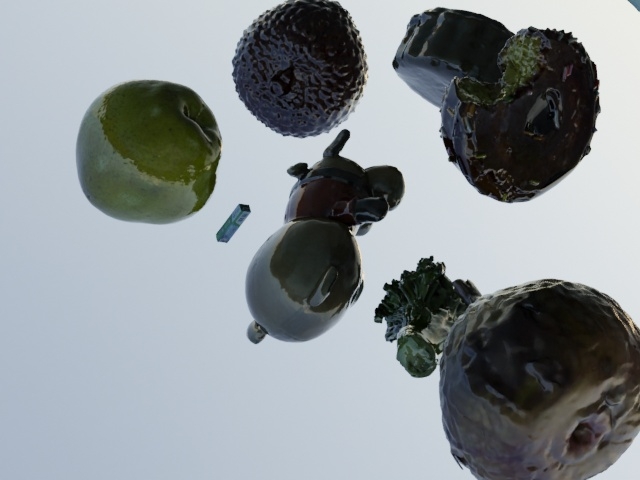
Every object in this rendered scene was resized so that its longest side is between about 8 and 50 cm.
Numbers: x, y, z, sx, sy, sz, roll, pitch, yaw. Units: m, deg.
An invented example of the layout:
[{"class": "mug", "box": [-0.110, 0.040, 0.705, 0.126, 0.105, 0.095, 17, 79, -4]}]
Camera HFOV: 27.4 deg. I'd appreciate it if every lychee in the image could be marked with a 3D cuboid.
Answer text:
[{"class": "lychee", "box": [-0.033, -0.320, 2.423, 0.260, 0.260, 0.260, 30, -155, -15]}]

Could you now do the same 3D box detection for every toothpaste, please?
[{"class": "toothpaste", "box": [-0.140, -0.027, 2.093, 0.020, 0.083, 0.017, 8, -132, -34]}]

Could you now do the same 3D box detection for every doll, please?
[{"class": "doll", "box": [0.000, 0.000, 1.912, 0.174, 0.235, 0.330, 36, -129, -18]}]

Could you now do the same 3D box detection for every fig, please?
[{"class": "fig", "box": [0.243, 0.154, 1.690, 0.286, 0.286, 0.368, 22, -168, -30]}]

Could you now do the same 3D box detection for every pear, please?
[{"class": "pear", "box": [-0.221, -0.115, 1.705, 0.198, 0.198, 0.198, 30, -155, -15]}]

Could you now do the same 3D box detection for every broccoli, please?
[{"class": "broccoli", "box": [0.147, 0.131, 1.860, 0.165, 0.145, 0.304, 51, -168, -2]}]

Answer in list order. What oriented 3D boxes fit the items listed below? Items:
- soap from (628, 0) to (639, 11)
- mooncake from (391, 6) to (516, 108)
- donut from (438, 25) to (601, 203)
[{"class": "soap", "box": [0.322, -0.362, 1.413, 0.347, 0.115, 0.208, 44, -150, 6]}, {"class": "mooncake", "box": [0.233, -0.285, 2.128, 0.228, 0.124, 0.228, 26, 172, 4]}, {"class": "donut", "box": [0.256, -0.162, 1.694, 0.216, 0.230, 0.096, 41, 175, -39]}]
